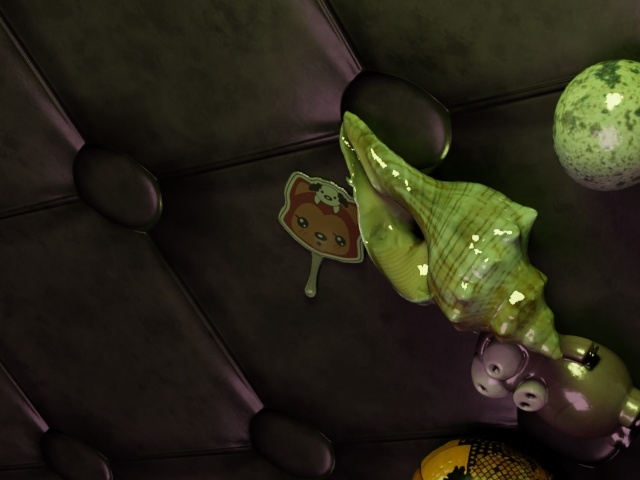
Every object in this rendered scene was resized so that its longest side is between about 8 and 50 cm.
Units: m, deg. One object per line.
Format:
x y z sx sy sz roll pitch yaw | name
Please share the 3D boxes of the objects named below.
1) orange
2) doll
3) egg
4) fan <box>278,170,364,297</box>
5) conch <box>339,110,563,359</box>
0.226 0.383 2.289 0.234 0.182 0.234 30 143 26 | orange
0.293 0.170 2.080 0.257 0.117 0.182 28 144 5 | doll
0.314 -0.120 1.780 0.132 0.132 0.172 32 151 4 | egg
0.000 0.000 2.199 0.132 0.009 0.220 26 137 15 | fan
0.160 0.001 1.997 0.203 0.169 0.386 -54 55 28 | conch
